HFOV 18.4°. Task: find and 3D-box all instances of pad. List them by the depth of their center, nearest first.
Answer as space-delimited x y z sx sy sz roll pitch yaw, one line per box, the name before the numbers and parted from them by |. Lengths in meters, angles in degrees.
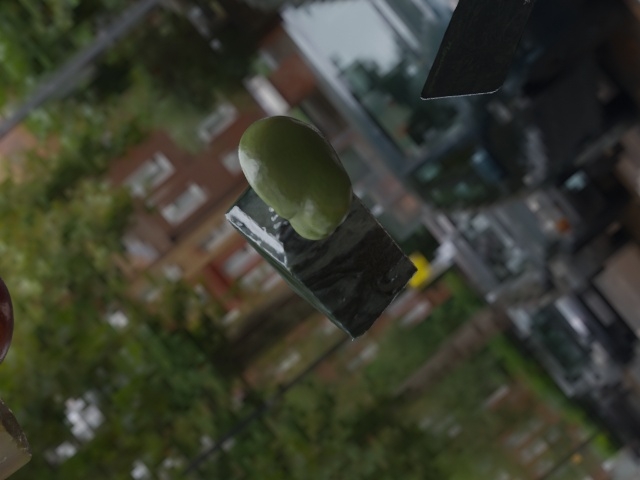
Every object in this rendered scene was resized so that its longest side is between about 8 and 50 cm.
pad | 0.146 -0.194 1.716 0.003 0.157 0.112 32 162 -31

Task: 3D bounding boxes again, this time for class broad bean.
broad bean | -0.014 -0.040 1.208 0.083 0.063 0.045 50 146 -4

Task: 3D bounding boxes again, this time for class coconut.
coconut | -0.395 0.228 2.192 0.116 0.122 0.116 50 161 23

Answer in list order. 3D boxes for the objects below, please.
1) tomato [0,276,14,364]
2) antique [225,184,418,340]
tomato | -0.392 0.091 1.963 0.151 0.187 0.187 58 -175 11
antique | 0.000 0.000 1.688 0.086 0.088 0.183 38 174 32
